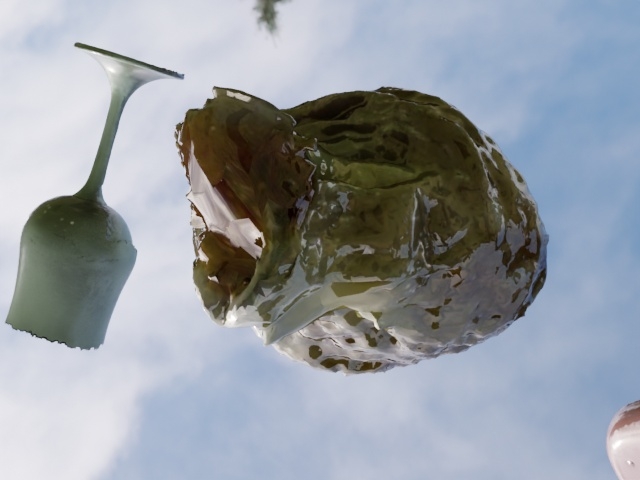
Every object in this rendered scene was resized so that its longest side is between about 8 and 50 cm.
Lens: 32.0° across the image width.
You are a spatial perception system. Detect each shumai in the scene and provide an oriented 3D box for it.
[{"bbox_3d":[0.000,0.000,0.566,0.210,0.161,0.153,13,-168,24],"label":"shumai"}]

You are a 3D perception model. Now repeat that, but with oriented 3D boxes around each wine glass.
[{"bbox_3d":[-0.153,-0.028,0.751,0.079,0.079,0.195,21,-84,38],"label":"wine glass"}]

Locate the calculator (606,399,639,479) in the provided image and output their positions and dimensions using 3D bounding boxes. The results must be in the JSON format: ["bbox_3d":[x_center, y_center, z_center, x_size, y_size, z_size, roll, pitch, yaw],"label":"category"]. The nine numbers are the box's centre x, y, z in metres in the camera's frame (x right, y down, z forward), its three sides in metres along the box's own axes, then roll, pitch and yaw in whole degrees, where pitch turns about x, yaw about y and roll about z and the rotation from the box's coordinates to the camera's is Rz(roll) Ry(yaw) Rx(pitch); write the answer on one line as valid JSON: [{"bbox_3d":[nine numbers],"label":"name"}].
[{"bbox_3d":[0.304,0.170,0.638,0.048,0.220,0.330,-42,-167,-31],"label":"calculator"}]
